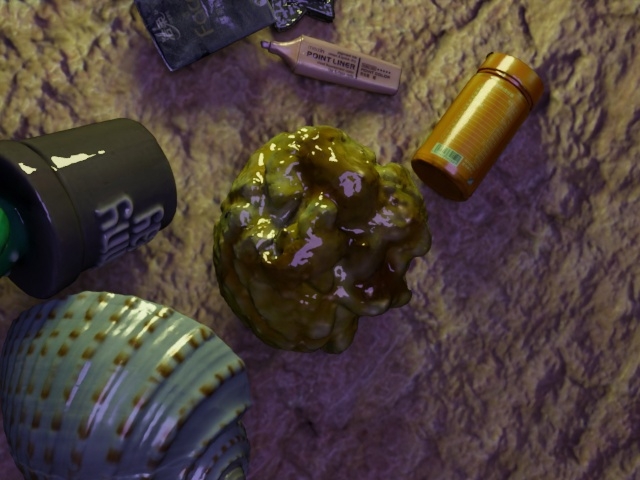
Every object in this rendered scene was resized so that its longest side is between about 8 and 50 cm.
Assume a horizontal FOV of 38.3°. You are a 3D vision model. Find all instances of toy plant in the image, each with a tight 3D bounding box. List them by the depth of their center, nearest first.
[{"bbox_3d":[-0.349,-0.009,1.003,0.400,0.279,0.185,-29,114,-38],"label":"toy plant"}]

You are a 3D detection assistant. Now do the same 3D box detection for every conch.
[{"bbox_3d":[-0.235,0.218,1.038,0.319,0.303,0.215,10,39,2],"label":"conch"}]

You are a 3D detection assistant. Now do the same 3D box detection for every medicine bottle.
[{"bbox_3d":[0.212,-0.153,1.250,0.096,0.096,0.192,37,80,-8],"label":"medicine bottle"}]

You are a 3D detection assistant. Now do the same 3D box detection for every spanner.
[{"bbox_3d":[0.044,-0.401,1.268,0.093,0.026,0.325,41,77,-6],"label":"spanner"}]

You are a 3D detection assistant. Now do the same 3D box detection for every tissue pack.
[{"bbox_3d":[-0.148,-0.298,1.179,0.156,0.051,0.112,-26,108,1],"label":"tissue pack"}]

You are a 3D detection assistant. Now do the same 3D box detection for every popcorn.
[{"bbox_3d":[-0.005,0.006,1.122,0.282,0.247,0.282,-2,98,-16],"label":"popcorn"}]

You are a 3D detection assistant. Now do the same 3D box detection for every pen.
[{"bbox_3d":[0.014,-0.241,1.245,0.197,0.032,0.053,12,84,-13],"label":"pen"}]
